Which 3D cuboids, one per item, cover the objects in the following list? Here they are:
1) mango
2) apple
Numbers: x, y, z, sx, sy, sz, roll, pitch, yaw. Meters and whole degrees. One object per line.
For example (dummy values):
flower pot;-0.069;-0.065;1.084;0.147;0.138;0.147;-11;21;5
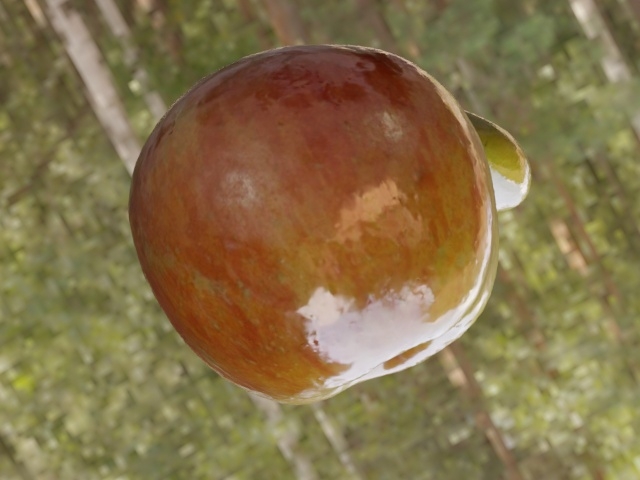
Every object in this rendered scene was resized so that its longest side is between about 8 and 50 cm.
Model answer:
mango;0.140;-0.084;1.980;0.122;0.191;0.085;-25;-125;49
apple;0.000;0.000;1.536;0.301;0.301;0.301;-28;-169;6
